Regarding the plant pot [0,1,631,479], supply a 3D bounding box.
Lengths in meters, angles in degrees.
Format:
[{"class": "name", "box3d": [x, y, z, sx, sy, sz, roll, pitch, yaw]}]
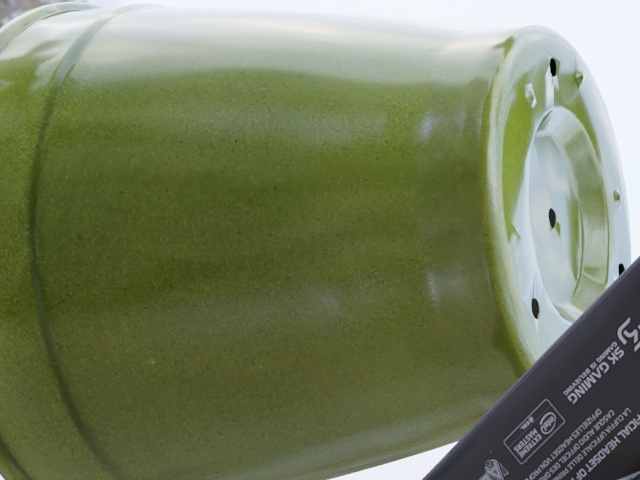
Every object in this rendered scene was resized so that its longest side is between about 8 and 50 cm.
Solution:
[{"class": "plant pot", "box3d": [0.000, 0.000, 1.140, 0.353, 0.366, 0.366, -6, -57, 29]}]

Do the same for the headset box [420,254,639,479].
[{"class": "headset box", "box3d": [0.142, 0.073, 0.635, 0.110, 0.293, 0.218, 48, -58, 14]}]
